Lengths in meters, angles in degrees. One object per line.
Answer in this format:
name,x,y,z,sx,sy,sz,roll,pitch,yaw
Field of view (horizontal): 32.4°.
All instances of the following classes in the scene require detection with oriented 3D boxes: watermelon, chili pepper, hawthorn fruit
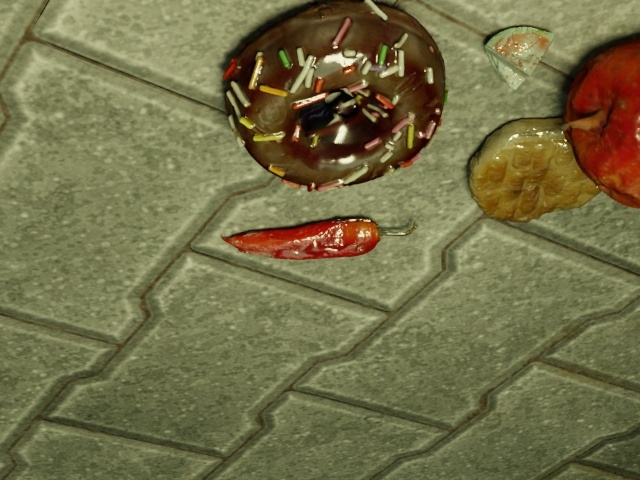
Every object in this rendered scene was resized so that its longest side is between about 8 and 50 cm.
watermelon,0.232,-0.203,1.275,0.085,0.061,0.085,-4,132,-4
chili pepper,0.000,0.000,1.499,0.268,0.050,0.059,-5,157,-3
hawthorn fruit,0.359,-0.137,1.267,0.243,0.207,0.207,-1,144,-33

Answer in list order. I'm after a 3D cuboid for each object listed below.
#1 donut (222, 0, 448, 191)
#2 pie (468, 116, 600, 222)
donut,0.020,-0.157,1.265,0.270,0.103,0.269,-6,141,-5
pie,0.286,-0.089,1.442,0.195,0.046,0.195,-5,140,-4
